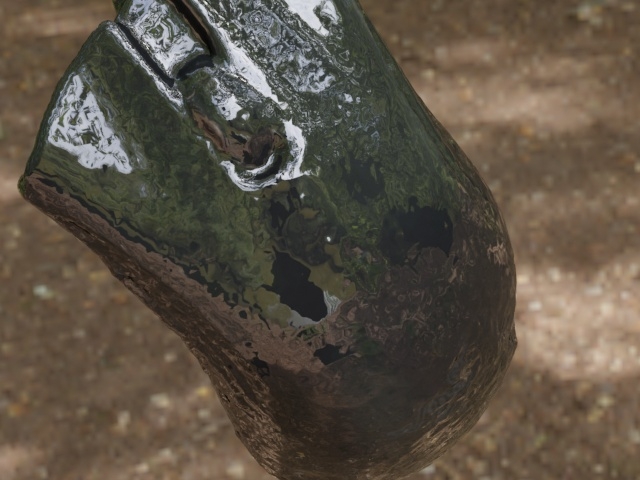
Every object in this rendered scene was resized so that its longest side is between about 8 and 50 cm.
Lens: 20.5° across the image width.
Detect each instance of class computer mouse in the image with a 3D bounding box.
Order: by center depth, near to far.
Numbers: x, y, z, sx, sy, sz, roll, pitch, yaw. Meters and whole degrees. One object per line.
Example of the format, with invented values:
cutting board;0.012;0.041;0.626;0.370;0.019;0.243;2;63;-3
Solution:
computer mouse;0.000;0.000;0.661;0.147;0.264;0.088;-43;27;-6
